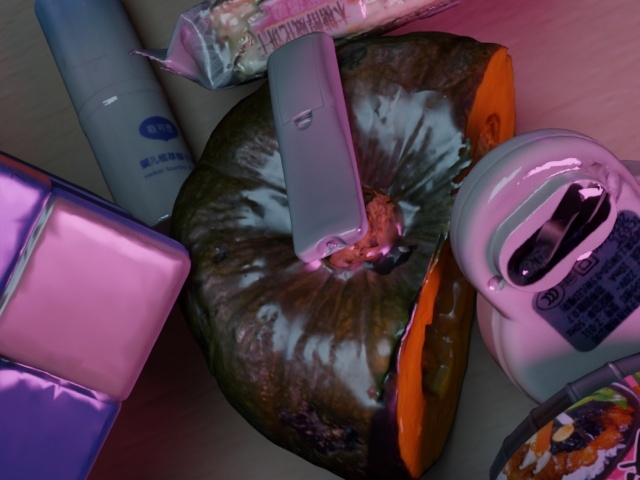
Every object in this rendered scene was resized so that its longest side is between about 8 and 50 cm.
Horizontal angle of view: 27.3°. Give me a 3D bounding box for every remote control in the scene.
[{"bbox_3d":[-0.006,-0.067,0.845,0.050,0.027,0.184,-25,48,18],"label":"remote control"}]

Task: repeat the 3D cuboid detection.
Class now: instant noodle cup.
[{"bbox_3d":[0.218,0.183,0.818,0.181,0.302,0.258,63,142,36],"label":"instant noodle cup"}]

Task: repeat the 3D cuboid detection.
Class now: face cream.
[{"bbox_3d":[-0.167,-0.110,1.119,0.077,0.077,0.250,-31,69,13],"label":"face cream"}]

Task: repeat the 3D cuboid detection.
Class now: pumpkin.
[{"bbox_3d":[0.000,0.000,0.938,0.232,0.242,0.325,10,77,15],"label":"pumpkin"}]

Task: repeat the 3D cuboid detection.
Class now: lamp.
[{"bbox_3d":[0.176,0.018,0.880,0.179,0.246,0.108,-46,33,4],"label":"lamp"}]

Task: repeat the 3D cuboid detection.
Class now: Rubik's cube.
[{"bbox_3d":[-0.357,0.064,0.946,0.344,0.346,0.347,25,90,60],"label":"Rubik's cube"}]

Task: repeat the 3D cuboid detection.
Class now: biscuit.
[{"bbox_3d":[0.026,-0.189,1.008,0.309,0.186,0.079,-20,94,16],"label":"biscuit"}]
